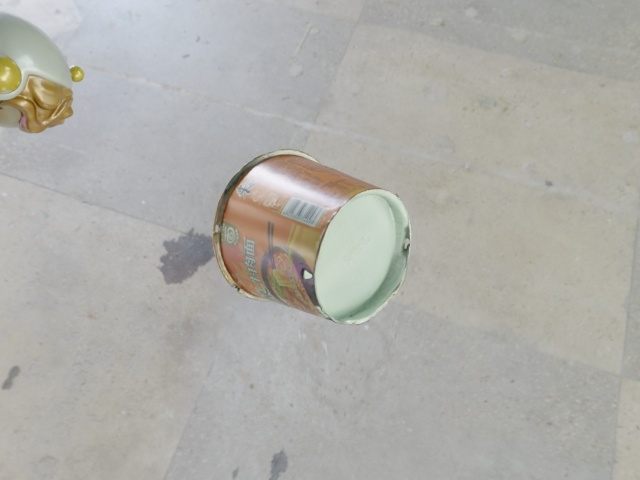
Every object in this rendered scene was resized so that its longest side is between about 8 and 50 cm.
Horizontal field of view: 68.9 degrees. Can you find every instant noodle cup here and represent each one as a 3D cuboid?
[{"bbox_3d":[0.000,0.000,0.628,0.182,0.230,0.230,18,65,46],"label":"instant noodle cup"}]

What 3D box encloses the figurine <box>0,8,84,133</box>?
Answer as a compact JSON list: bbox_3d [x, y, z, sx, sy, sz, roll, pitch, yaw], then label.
[{"bbox_3d":[-0.208,-0.109,0.255,0.101,0.143,0.068,11,81,53],"label":"figurine"}]
